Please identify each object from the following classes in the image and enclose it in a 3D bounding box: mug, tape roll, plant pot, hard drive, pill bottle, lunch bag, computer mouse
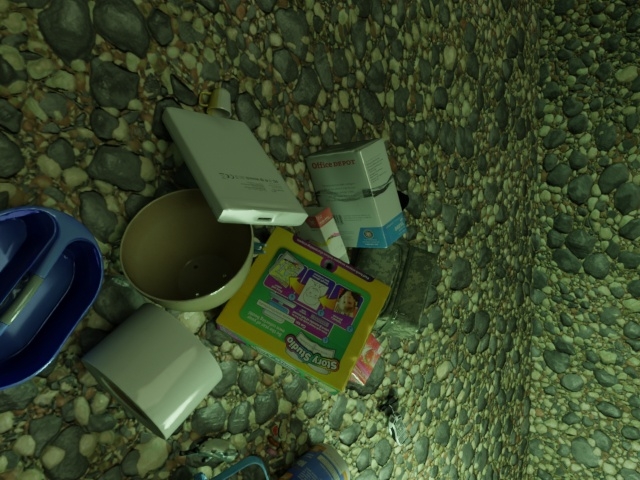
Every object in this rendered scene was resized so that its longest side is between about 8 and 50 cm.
[{"bbox_3d":[-0.261,-0.355,1.229,0.078,0.062,0.064,19,71,-50],"label":"mug"},{"bbox_3d":[-0.356,0.277,1.035,0.169,0.246,0.246,-46,122,-32],"label":"tape roll"},{"bbox_3d":[-0.285,0.050,1.111,0.284,0.284,0.190,-57,163,-26],"label":"plant pot"},{"bbox_3d":[-0.204,-0.174,1.135,0.233,0.353,0.047,1,136,-45],"label":"hard drive"},{"bbox_3d":[-0.052,0.738,1.415,0.272,0.152,0.152,-28,111,-40],"label":"pill bottle"},{"bbox_3d":[0.220,0.155,1.606,0.212,0.256,0.304,93,16,-72],"label":"lunch bag"},{"bbox_3d":[0.272,0.677,1.806,0.106,0.042,0.192,-28,105,-45],"label":"computer mouse"}]

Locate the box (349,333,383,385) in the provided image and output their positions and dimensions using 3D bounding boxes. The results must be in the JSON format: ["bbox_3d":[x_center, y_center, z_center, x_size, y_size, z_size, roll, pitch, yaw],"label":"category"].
[{"bbox_3d":[0.042,0.296,1.488,0.300,0.154,0.142,52,59,-34],"label":"box"}]

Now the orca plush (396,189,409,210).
[{"bbox_3d":[0.234,-0.133,1.688,0.287,0.102,0.151,5,88,-44],"label":"orca plush"}]

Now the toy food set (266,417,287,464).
[{"bbox_3d":[-0.128,0.595,1.426,0.078,0.019,0.122,-4,94,-44],"label":"toy food set"}]

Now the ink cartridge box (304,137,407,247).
[{"bbox_3d":[0.110,-0.141,1.483,0.129,0.223,0.307,-34,115,-39],"label":"ink cartridge box"}]

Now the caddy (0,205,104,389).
[{"bbox_3d":[-0.560,0.097,0.874,0.241,0.179,0.341,45,62,-37],"label":"caddy"}]

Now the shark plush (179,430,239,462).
[{"bbox_3d":[-0.283,0.556,1.253,0.161,0.073,0.067,9,115,-49],"label":"shark plush"}]

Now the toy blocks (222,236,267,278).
[{"bbox_3d":[-0.201,0.050,1.241,0.054,0.148,0.123,28,72,-41],"label":"toy blocks"}]

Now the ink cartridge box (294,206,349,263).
[{"bbox_3d":[0.000,0.000,1.457,0.067,0.115,0.198,-40,118,-37],"label":"ink cartridge box"}]

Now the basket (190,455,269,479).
[{"bbox_3d":[-0.240,0.677,1.172,0.289,0.201,0.254,-21,110,-9],"label":"basket"}]

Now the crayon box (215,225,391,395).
[{"bbox_3d":[-0.041,0.183,1.295,0.363,0.106,0.313,29,67,3],"label":"crayon box"}]
